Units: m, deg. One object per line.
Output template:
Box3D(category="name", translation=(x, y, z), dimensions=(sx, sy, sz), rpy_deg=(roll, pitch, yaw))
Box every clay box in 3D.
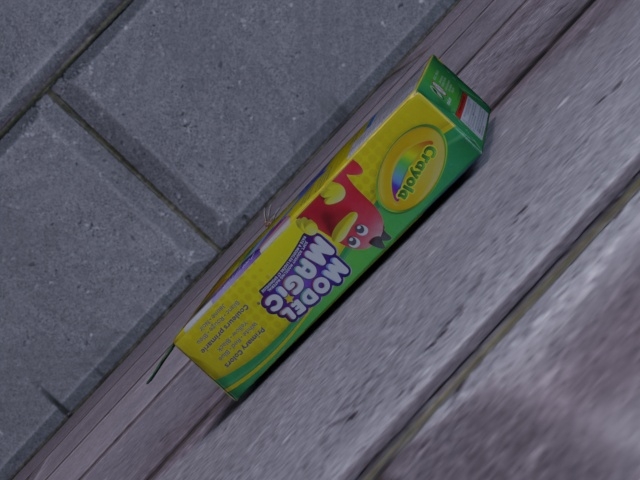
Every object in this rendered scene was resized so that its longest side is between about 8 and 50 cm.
Box3D(category="clay box", translation=(0.000, 0.000, 0.794), dimensions=(0.222, 0.053, 0.127), rpy_deg=(-47, 4, 18))

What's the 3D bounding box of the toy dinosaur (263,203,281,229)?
Box3D(category="toy dinosaur", translation=(-0.027, 0.018, 1.119), dimensions=(0.082, 0.047, 0.090), rpy_deg=(-34, 44, 33))
